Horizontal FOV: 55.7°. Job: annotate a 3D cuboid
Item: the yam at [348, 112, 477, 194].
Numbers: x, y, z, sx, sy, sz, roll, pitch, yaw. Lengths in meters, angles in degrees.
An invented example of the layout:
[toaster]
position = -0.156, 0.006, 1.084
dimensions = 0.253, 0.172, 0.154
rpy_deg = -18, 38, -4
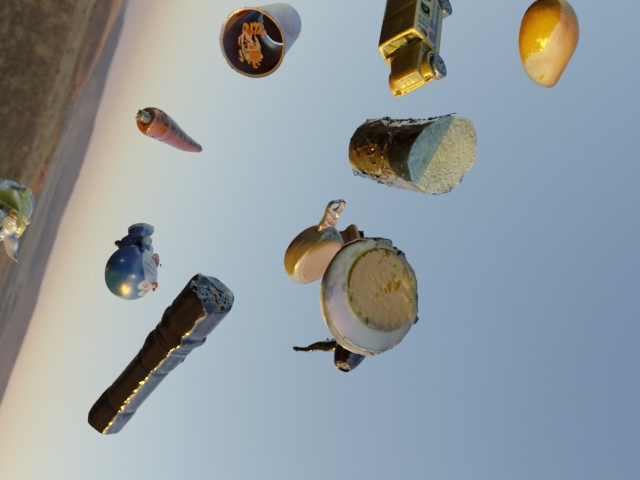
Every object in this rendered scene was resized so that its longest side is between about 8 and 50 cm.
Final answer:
[yam]
position = 0.256, -0.263, 1.786
dimensions = 0.348, 0.240, 0.241
rpy_deg = 16, -94, 51

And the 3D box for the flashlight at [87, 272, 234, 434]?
[flashlight]
position = -0.322, 0.229, 1.174
dimensions = 0.424, 0.103, 0.103
rpy_deg = -47, -149, 23

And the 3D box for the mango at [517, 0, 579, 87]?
[mango]
position = 0.695, -0.608, 1.852
dimensions = 0.119, 0.176, 0.317
rpy_deg = -74, 159, -43

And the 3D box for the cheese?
[cheese]
position = 0.000, 0.000, 1.619
dimensions = 0.082, 0.163, 0.286
rpy_deg = 55, -46, 30

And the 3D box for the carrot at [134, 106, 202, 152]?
[carrot]
position = -0.351, -0.251, 1.427
dimensions = 0.336, 0.069, 0.069
rpy_deg = 27, 83, -79

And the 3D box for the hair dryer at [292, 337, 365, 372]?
[hair dryer]
position = 0.042, 0.334, 2.116
dimensions = 0.359, 0.120, 0.304
rpy_deg = -15, -147, 38

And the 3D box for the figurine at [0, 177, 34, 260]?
[figurine]
position = -0.643, -0.047, 1.196
dimensions = 0.208, 0.183, 0.129
rpy_deg = 31, -57, 28

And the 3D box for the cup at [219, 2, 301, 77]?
[cup]
position = -0.158, -0.623, 1.817
dimensions = 0.203, 0.203, 0.288
rpy_deg = -54, -175, 32

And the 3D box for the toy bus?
[toy bus]
position = 0.205, -0.473, 1.330
dimensions = 0.121, 0.123, 0.336
rpy_deg = -17, -132, 39

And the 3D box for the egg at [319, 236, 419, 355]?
[egg]
position = 0.103, 0.138, 1.532
dimensions = 0.174, 0.264, 0.287
rpy_deg = 170, -82, -67

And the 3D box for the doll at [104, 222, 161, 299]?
[doll]
position = -0.561, 0.067, 1.838
dimensions = 0.257, 0.161, 0.215
rpy_deg = -95, -152, -47

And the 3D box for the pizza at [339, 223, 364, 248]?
[pizza]
position = 0.103, 0.100, 1.830
dimensions = 0.161, 0.085, 0.306
rpy_deg = -149, -126, -74
